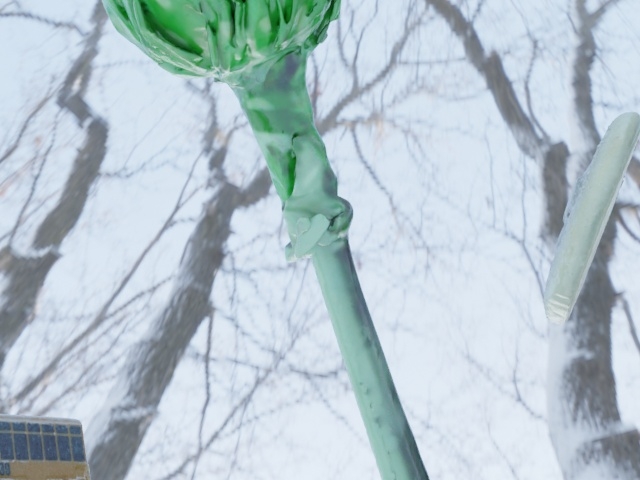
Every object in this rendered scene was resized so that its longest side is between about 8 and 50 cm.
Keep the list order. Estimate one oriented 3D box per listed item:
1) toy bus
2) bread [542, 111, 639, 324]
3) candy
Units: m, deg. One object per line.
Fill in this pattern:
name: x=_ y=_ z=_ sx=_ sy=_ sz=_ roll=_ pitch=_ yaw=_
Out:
toy bus: x=-0.274 y=0.189 z=1.293 sx=0.091 sy=0.182 sz=0.103 roll=-16 pitch=-105 yaw=26
bread: x=0.208 y=-0.003 z=1.272 sx=0.036 sy=0.112 sz=0.193 roll=21 pitch=-54 yaw=10
candy: x=0.001 y=0.000 z=0.566 sx=0.097 sy=0.097 sz=0.323 roll=-18 pitch=-81 yaw=9
